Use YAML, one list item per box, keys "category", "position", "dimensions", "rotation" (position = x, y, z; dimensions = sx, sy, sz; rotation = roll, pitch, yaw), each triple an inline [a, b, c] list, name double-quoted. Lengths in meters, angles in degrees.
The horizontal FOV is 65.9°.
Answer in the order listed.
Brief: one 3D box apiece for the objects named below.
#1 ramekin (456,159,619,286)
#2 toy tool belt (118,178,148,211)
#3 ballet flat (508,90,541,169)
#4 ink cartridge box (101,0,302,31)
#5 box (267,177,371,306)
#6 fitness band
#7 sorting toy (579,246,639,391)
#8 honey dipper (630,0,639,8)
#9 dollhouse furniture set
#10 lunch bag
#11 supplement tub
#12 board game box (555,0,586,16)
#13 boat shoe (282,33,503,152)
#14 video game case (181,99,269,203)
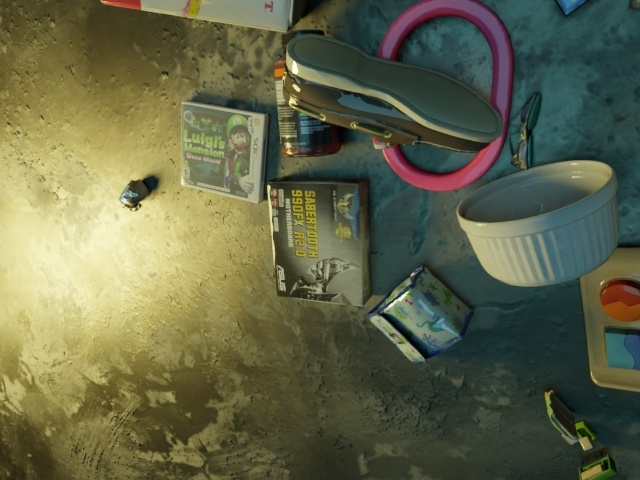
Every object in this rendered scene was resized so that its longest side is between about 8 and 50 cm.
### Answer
- category: "ramekin"
  position: [0.309, -0.023, 0.694]
  dimensions: [0.207, 0.207, 0.109]
  rotation: [-15, 109, 28]
- category: "toy tool belt"
  position: [-0.421, -0.096, 1.087]
  dimensions: [0.052, 0.051, 0.083]
  rotation: [46, 119, 5]
- category: "ballet flat"
  position: [0.303, -0.165, 0.741]
  dimensions: [0.041, 0.041, 0.114]
  rotation: [8, 108, 22]
- category: "ink cartridge box"
  position: [-0.174, -0.462, 0.750]
  dimensions: [0.306, 0.131, 0.226]
  rotation: [10, 121, 1]
- category: "box"
  position: [0.000, 0.000, 0.922]
  dimensions: [0.183, 0.056, 0.231]
  rotation: [5, 108, 24]
- category: "fitness band"
  position: [0.187, -0.221, 0.768]
  dimensions: [0.208, 0.054, 0.291]
  rotation: [7, 110, 22]
- category: "sorting toy"
  position: [0.536, 0.122, 0.685]
  dimensions: [0.307, 0.041, 0.229]
  rotation: [-2, 105, 39]
- category: "honey dipper"
  position: [0.467, -0.264, 0.638]
  dimensions: [0.160, 0.030, 0.030]
  rotation: [44, 119, 8]
- category: "dollhouse furniture set"
  position: [0.415, 0.332, 0.826]
  dimensions: [0.152, 0.076, 0.058]
  rotation: [46, 118, 4]
- category: "lunch bag"
  position: [0.167, 0.141, 0.874]
  dimensions: [0.129, 0.096, 0.151]
  rotation: [45, 133, 3]
- category: "supplement tub"
  position: [-0.021, -0.243, 0.827]
  dimensions: [0.106, 0.106, 0.198]
  rotation: [4, 107, 24]
- category: "board game box"
  position: [0.337, -0.433, 0.639]
  dimensions: [0.160, 0.039, 0.212]
  rotation: [-33, 91, 29]
- category: "boat shoe"
  position: [0.099, -0.196, 0.723]
  dimensions: [0.324, 0.117, 0.097]
  rotation: [19, 143, 0]
- category: "video game case"
  position: [-0.194, -0.175, 0.974]
  dimensions: [0.190, 0.022, 0.173]
  rotation: [14, 111, 20]
